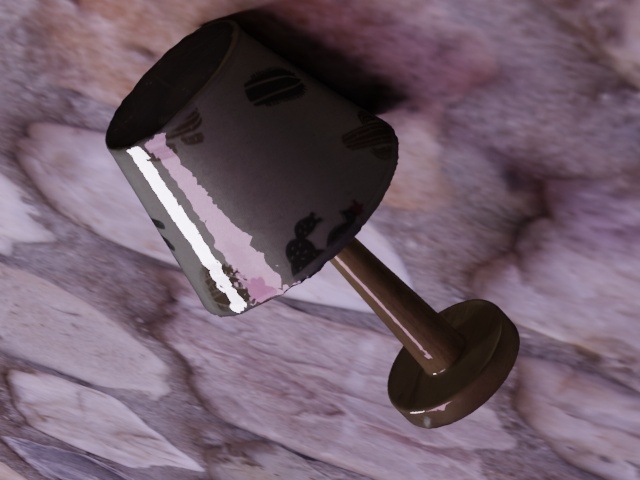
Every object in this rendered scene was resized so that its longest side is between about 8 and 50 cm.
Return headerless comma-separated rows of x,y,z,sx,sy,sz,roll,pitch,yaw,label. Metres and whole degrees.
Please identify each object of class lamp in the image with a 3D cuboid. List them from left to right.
0.000,0.000,0.808,0.121,0.121,0.215,-5,135,51,lamp
